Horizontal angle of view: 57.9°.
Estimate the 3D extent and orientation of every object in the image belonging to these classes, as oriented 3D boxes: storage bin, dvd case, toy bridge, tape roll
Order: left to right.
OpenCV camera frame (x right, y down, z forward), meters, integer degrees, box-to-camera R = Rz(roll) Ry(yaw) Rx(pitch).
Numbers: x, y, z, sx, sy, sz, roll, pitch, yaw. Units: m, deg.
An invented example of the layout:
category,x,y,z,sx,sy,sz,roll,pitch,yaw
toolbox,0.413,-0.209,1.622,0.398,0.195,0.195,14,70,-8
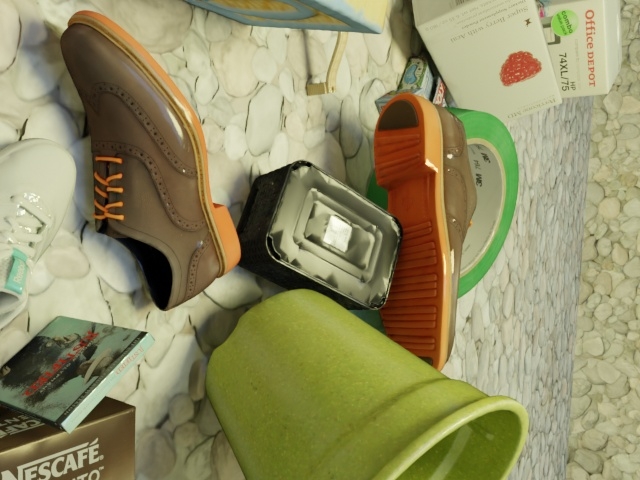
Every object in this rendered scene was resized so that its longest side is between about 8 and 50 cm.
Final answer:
category,x,y,z,sx,sy,sz,roll,pitch,yaw
dvd case,-0.192,0.095,0.434,0.087,0.119,0.013,-51,132,-40
storage bin,0.000,0.000,0.687,0.180,0.084,0.122,30,67,-31
toy bridge,0.004,-0.284,0.739,0.026,0.063,0.188,-24,113,-52
tape roll,0.209,-0.056,0.962,0.321,0.077,0.321,-16,115,-37

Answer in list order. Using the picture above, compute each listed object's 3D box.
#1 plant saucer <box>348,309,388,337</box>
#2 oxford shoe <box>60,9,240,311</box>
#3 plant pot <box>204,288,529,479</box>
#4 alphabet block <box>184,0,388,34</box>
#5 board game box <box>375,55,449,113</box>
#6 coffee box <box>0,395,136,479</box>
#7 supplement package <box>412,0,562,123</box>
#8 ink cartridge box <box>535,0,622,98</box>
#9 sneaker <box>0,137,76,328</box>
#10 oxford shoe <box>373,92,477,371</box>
category,x,y,z,sx,sy,sz,roll,pitch,yaw
plant saucer,0.062,0.076,0.789,0.194,0.037,0.195,7,73,-24
oxford shoe,-0.156,-0.055,0.502,0.098,0.096,0.271,-47,129,-36
plant pot,0.018,0.191,0.592,0.276,0.254,0.276,-24,133,-28
alphabet block,-0.045,-0.315,0.530,0.193,0.192,0.197,-6,110,-57
board game box,0.170,-0.214,0.990,0.194,0.060,0.194,47,55,-47
coffee box,-0.222,0.249,0.421,0.141,0.098,0.247,-4,96,-56
supplement package,0.293,-0.360,1.014,0.293,0.177,0.175,42,38,-48
ink cartridge box,0.491,-0.431,1.254,0.197,0.270,0.198,-48,129,-42
sneaker,-0.225,0.015,0.403,0.080,0.094,0.212,52,51,-42
oxford shoe,0.156,-0.007,0.758,0.132,0.130,0.364,4,84,-35
